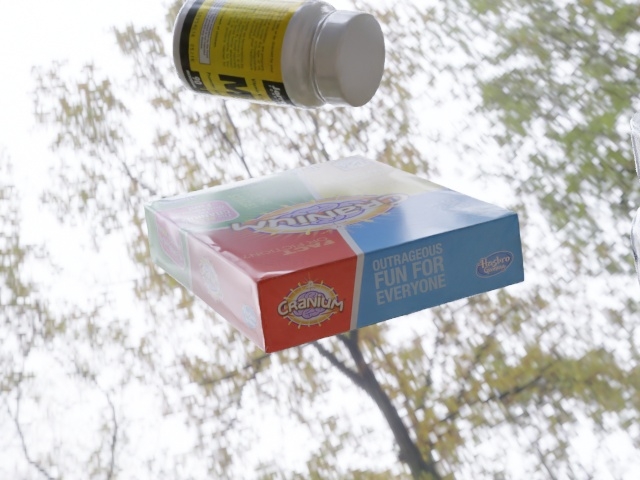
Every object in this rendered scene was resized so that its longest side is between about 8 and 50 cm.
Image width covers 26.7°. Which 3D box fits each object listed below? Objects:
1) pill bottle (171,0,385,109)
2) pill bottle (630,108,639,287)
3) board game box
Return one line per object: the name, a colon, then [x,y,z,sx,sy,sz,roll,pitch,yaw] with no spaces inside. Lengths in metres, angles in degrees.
pill bottle: [-0.044,-0.202,1.436,0.209,0.119,0.119,11,-59,31]
pill bottle: [0.146,0.019,0.444,0.078,0.078,0.137,-17,-71,-5]
board game box: [0.000,0.000,1.226,0.242,0.316,0.064,-14,-72,-21]
